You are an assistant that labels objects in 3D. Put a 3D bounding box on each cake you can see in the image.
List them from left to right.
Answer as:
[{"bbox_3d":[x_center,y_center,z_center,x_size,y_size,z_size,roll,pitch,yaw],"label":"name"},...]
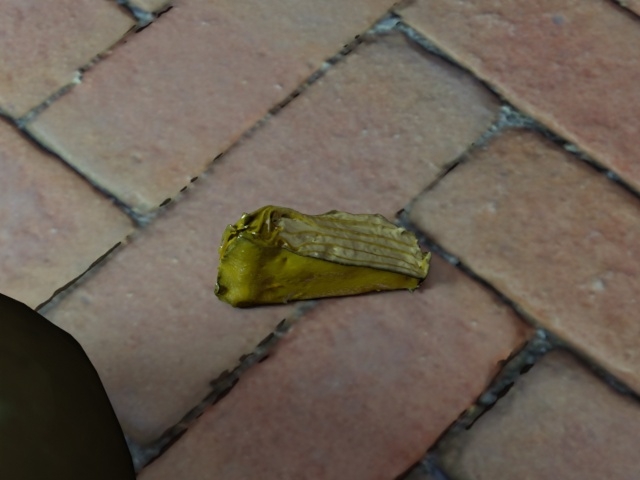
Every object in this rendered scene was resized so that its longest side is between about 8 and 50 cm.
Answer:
[{"bbox_3d":[0.000,-0.004,1.539,0.185,0.116,0.079,-5,54,1],"label":"cake"}]

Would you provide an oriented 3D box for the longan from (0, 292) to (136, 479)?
[{"bbox_3d":[-0.307,0.197,1.265,0.405,0.336,0.404,-20,54,30],"label":"longan"}]
